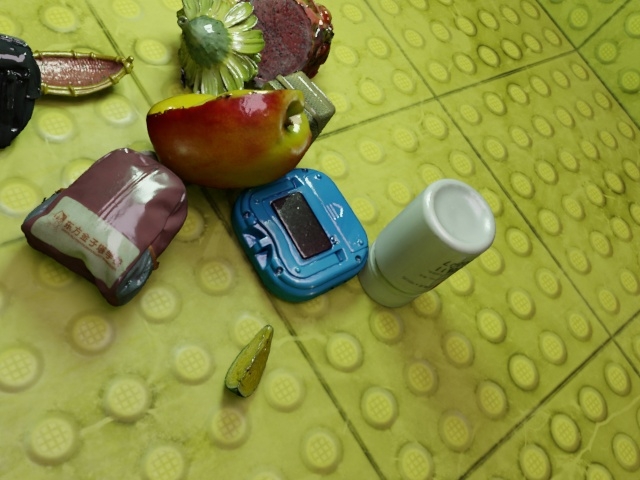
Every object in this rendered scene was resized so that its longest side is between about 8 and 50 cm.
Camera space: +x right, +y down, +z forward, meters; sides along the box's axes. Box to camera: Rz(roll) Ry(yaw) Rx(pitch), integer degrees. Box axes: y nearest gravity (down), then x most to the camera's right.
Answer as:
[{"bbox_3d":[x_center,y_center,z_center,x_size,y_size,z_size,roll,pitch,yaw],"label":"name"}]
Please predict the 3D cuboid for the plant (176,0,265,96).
[{"bbox_3d":[-0.316,-0.511,1.680,0.306,0.261,0.297,41,40,4],"label":"plant"}]

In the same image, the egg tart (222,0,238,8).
[{"bbox_3d":[-0.178,-0.813,2.005,0.341,0.132,0.342,12,60,-21],"label":"egg tart"}]

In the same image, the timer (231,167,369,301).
[{"bbox_3d":[-0.048,-0.024,1.625,0.309,0.115,0.340,-24,75,-28],"label":"timer"}]

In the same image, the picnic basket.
[{"bbox_3d":[-0.101,-0.307,1.678,0.165,0.267,0.139,47,44,6],"label":"picnic basket"}]

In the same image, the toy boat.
[{"bbox_3d":[-0.633,-0.424,1.569,0.317,0.099,0.141,-13,70,-29],"label":"toy boat"}]

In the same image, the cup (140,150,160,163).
[{"bbox_3d":[-0.420,-0.165,1.527,0.074,0.102,0.099,-23,76,-16],"label":"cup"}]

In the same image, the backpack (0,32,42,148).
[{"bbox_3d":[-0.739,-0.334,1.404,0.206,0.133,0.258,6,105,-26],"label":"backpack"}]

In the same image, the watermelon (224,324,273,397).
[{"bbox_3d":[-0.152,0.291,1.418,0.075,0.092,0.181,44,43,-16],"label":"watermelon"}]

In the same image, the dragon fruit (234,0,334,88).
[{"bbox_3d":[-0.102,-0.611,1.852,0.296,0.314,0.263,45,35,-1],"label":"dragon fruit"}]

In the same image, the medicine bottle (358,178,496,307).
[{"bbox_3d":[0.259,0.020,1.607,0.211,0.371,0.211,12,59,-20],"label":"medicine bottle"}]

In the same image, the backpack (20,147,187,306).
[{"bbox_3d":[-0.448,-0.050,1.381,0.283,0.197,0.317,36,63,-2],"label":"backpack"}]

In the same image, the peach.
[{"bbox_3d":[-0.237,-0.242,1.523,0.306,0.380,0.243,-26,117,-53],"label":"peach"}]
